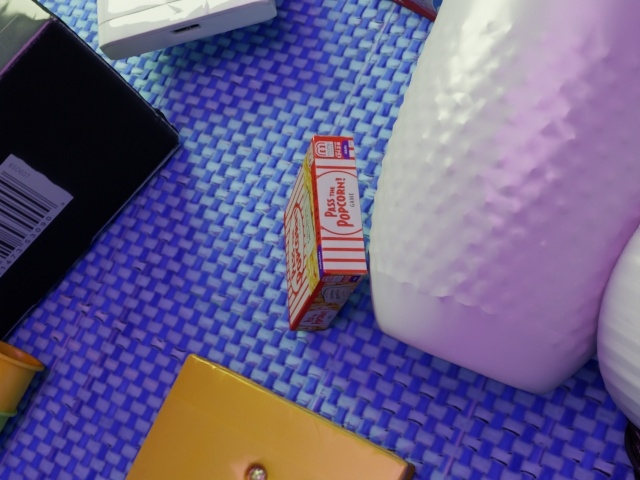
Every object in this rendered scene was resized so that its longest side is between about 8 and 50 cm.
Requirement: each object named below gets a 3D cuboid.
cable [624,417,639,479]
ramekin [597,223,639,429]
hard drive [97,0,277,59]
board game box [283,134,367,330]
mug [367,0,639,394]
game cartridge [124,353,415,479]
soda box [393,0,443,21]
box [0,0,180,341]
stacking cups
[{"bbox_3d":[0.361,0.200,0.719,0.150,0.047,0.185,-15,66,13],"label":"cable"},{"bbox_3d":[0.355,0.069,0.618,0.277,0.277,0.135,-47,28,-3],"label":"ramekin"},{"bbox_3d":[-0.189,-0.428,1.051,0.233,0.047,0.353,-12,70,13],"label":"hard drive"},{"bbox_3d":[0.000,0.000,0.837,0.045,0.193,0.147,1,67,-12],"label":"board game box"},{"bbox_3d":[0.234,-0.021,0.740,0.374,0.276,0.328,22,89,2],"label":"mug"},{"bbox_3d":[-0.093,0.321,0.829,0.285,0.052,0.324,22,81,24],"label":"game cartridge"},{"bbox_3d":[0.151,-0.323,0.963,0.263,0.092,0.083,34,85,26],"label":"soda box"},{"bbox_3d":[-0.535,-0.136,1.015,0.471,0.297,0.480,39,86,29],"label":"box"},{"bbox_3d":[-0.446,0.274,0.941,0.096,0.096,0.316,21,80,24],"label":"stacking cups"}]
